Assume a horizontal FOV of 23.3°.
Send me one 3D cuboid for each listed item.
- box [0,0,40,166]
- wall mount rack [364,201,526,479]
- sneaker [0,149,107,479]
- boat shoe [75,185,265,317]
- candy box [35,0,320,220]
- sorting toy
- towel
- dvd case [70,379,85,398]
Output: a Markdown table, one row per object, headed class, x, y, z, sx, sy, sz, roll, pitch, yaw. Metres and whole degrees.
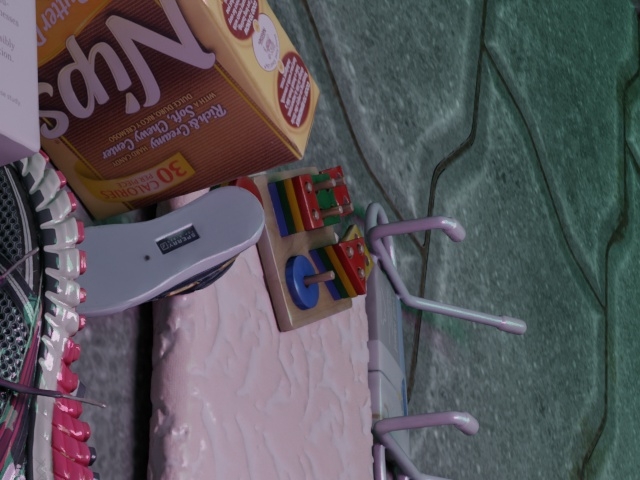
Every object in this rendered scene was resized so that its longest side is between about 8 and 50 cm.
| class | x | y | z | sx | sy | sz | roll | pitch | yaw |
| --- | --- | --- | --- | --- | --- | --- | --- | --- | --- |
| box | -0.285 | -0.215 | 0.842 | 0.215 | 0.168 | 0.345 | 29 | 51 | -57 |
| wall mount rack | 0.129 | 0.135 | 1.567 | 0.304 | 0.130 | 0.350 | 54 | 31 | -60 |
| sneaker | -0.199 | 0.064 | 0.895 | 0.112 | 0.121 | 0.299 | 7 | 57 | -30 |
| boat shoe | -0.128 | 0.022 | 1.129 | 0.183 | 0.083 | 0.065 | -20 | 74 | -25 |
| candy box | -0.154 | -0.172 | 1.075 | 0.316 | 0.183 | 0.087 | 58 | 30 | -32 |
| sorting toy | 0.000 | 0.000 | 1.341 | 0.274 | 0.046 | 0.132 | -14 | 90 | -66 |
| towel | -0.045 | 0.103 | 1.305 | 0.317 | 0.053 | 0.332 | 40 | 41 | -52 |
| dvd case | -0.229 | 0.092 | 0.963 | 0.221 | 0.018 | 0.164 | 55 | 31 | -37 |
